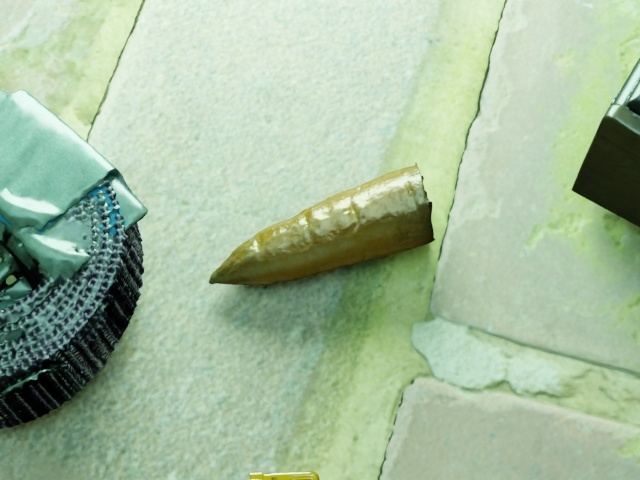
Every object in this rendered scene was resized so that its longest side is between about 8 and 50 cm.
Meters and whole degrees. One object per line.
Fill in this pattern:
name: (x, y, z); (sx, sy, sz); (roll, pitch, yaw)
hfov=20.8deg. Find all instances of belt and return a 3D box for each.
belt: (-0.301, -0.003, 1.480); (0.325, 0.122, 0.260); (41, 81, 21)

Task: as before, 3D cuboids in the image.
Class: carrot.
carrot: (0.000, 0.000, 1.499); (0.205, 0.072, 0.072); (-20, 67, 3)

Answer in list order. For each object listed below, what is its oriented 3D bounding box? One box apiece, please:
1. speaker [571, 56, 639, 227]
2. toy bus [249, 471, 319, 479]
speaker: (0.353, -0.073, 1.444); (0.231, 0.192, 0.153); (29, 69, 10)
toy bus: (-0.026, 0.266, 1.374); (0.074, 0.069, 0.162); (-4, 65, -2)
